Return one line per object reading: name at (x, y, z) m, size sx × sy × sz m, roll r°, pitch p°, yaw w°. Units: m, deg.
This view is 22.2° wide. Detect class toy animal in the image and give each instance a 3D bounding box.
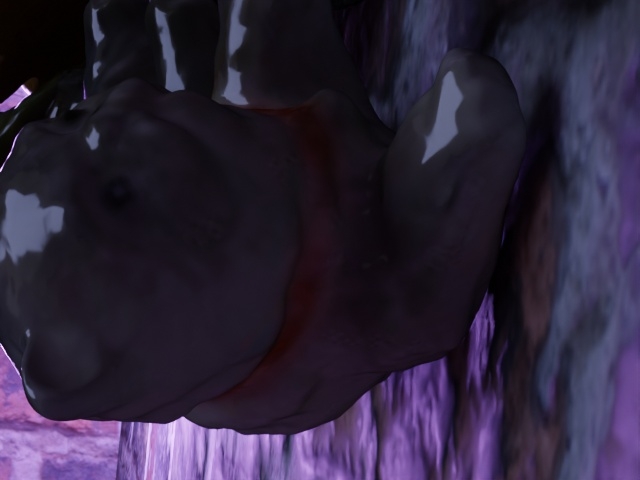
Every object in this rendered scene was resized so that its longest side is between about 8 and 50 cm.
toy animal at (-0.078, -0.015, 0.688) m, size 0.308 × 0.188 × 0.266 m, roll 46°, pitch 159°, yaw 33°

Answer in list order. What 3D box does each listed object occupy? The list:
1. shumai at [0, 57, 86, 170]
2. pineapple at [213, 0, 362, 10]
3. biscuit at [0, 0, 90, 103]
shumai at (-0.129, -0.006, 1.284) m, size 0.309 × 0.304 × 0.263 m, roll -32°, pitch 83°, yaw 50°
pineapple at (-0.056, -0.178, 0.988) m, size 0.364 × 0.165 × 0.165 m, roll -99°, pitch 17°, yaw -49°
biscuit at (-0.207, -0.178, 1.189) m, size 0.197 × 0.049 × 0.301 m, roll -45°, pitch -12°, yaw -3°
